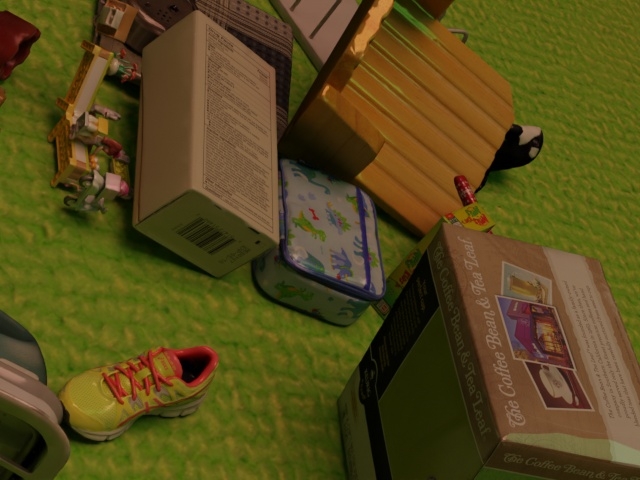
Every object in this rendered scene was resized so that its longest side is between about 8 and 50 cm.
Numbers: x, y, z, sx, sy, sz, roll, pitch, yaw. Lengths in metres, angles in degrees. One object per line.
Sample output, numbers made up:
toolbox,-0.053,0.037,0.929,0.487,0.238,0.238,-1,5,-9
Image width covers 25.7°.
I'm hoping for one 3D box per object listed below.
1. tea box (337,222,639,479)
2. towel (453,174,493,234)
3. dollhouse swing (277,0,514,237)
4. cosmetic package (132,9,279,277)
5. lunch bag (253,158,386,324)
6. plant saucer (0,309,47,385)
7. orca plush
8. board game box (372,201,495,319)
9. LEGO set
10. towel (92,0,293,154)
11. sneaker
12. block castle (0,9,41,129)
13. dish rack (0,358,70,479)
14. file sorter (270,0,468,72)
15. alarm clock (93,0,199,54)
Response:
tea box,0.191,0.217,1.586,0.220,0.323,0.329,12,40,-19
towel,0.257,0.052,1.990,0.199,0.031,0.274,50,16,-73
dollhouse swing,0.162,-0.213,2.003,0.305,0.315,0.346,33,70,-7
cosmetic package,-0.145,-0.126,1.812,0.160,0.113,0.309,35,38,-37
lunch bag,0.000,0.000,1.891,0.176,0.090,0.219,25,39,-25
plant saucer,-0.393,0.052,1.345,0.318,0.043,0.317,30,-3,2
orca plush,0.247,-0.128,2.249,0.287,0.151,0.102,-2,84,-48
board game box,0.151,0.030,1.911,0.043,0.181,0.092,49,36,14
LEGO set,-0.264,-0.156,1.779,0.107,0.132,0.287,22,61,-33
towel,-0.187,-0.286,2.076,0.324,0.056,0.312,26,40,-22
sneaker,-0.197,0.153,1.535,0.209,0.094,0.081,-13,62,-47
block castle,-0.424,-0.232,1.568,0.213,0.303,0.453,38,36,-4
dish rack,-0.392,0.138,1.199,0.333,0.285,0.072,29,43,-15
file sorter,0.077,-0.378,2.301,0.193,0.173,0.277,-6,55,-47
alarm clock,-0.241,-0.312,1.958,0.192,0.064,0.129,-23,71,-47
